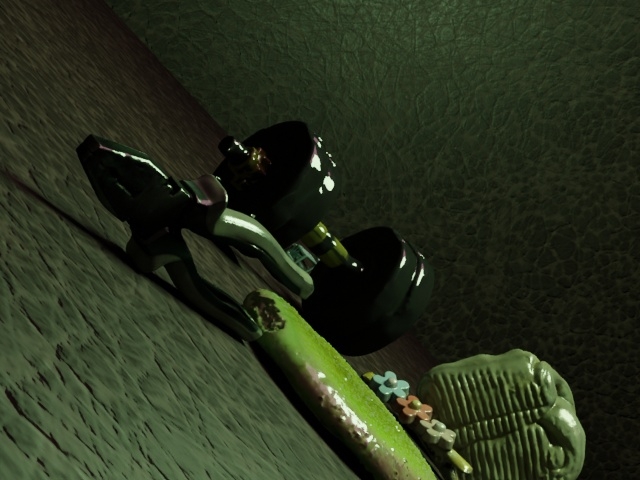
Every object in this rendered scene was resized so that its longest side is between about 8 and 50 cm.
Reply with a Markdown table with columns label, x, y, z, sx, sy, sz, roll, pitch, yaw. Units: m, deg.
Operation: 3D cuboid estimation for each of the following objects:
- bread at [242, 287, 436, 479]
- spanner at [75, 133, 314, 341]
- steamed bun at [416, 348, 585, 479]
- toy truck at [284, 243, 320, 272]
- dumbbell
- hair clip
| label | x | y | z | sx | sy | sz | roll | pitch | yaw |
| --- | --- | --- | --- | --- | --- | --- | --- | --- | --- |
| bread | 0.029 | 0.164 | 1.243 | 0.301 | 0.045 | 0.301 | 49 | 3 | -3 |
| spanner | -0.100 | -0.001 | 1.001 | 0.040 | 0.095 | 0.325 | 50 | 3 | 34 |
| steamed bun | 0.250 | 0.263 | 1.707 | 0.144 | 0.218 | 0.211 | 38 | 36 | -78 |
| toy truck | -0.069 | -0.013 | 1.823 | 0.115 | 0.080 | 0.178 | 59 | 4 | 17 |
| dumbbell | 0.000 | 0.000 | 1.593 | 0.388 | 0.185 | 0.185 | 46 | 4 | -31 |
| hair clip | 0.128 | 0.237 | 1.630 | 0.062 | 0.056 | 0.214 | -4 | 44 | -43 |
